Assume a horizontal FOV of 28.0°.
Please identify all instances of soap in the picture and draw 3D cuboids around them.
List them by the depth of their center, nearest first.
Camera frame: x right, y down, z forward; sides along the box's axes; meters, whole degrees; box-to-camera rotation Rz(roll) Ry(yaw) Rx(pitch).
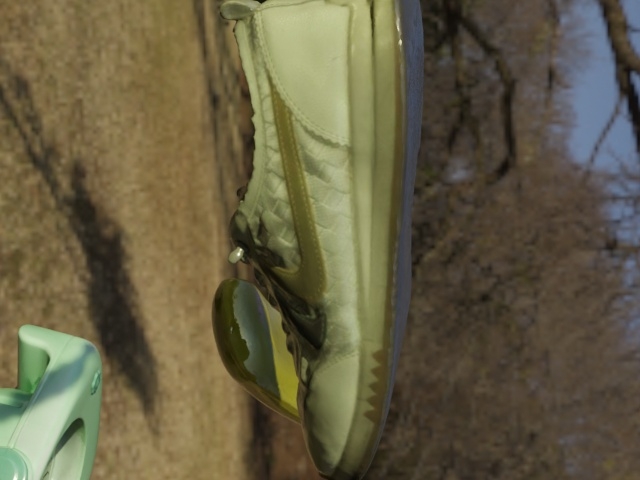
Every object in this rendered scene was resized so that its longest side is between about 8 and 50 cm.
[{"bbox_3d":[-0.033,0.083,0.928,0.140,0.045,0.089,42,22,-44],"label":"soap"}]

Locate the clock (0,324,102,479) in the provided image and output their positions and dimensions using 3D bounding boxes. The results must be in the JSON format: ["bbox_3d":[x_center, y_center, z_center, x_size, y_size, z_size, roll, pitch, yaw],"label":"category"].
[{"bbox_3d":[-0.190,0.155,0.778,0.188,0.060,0.148,-69,174,-52],"label":"clock"}]

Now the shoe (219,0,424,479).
[{"bbox_3d":[0.000,0.000,0.656,0.103,0.098,0.274,-56,149,-67],"label":"shoe"}]
